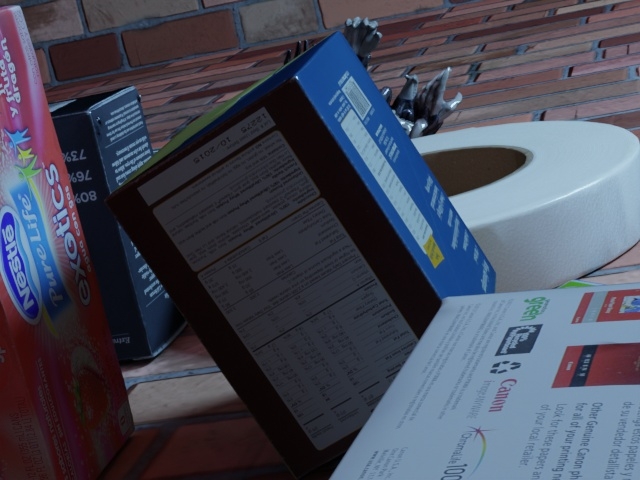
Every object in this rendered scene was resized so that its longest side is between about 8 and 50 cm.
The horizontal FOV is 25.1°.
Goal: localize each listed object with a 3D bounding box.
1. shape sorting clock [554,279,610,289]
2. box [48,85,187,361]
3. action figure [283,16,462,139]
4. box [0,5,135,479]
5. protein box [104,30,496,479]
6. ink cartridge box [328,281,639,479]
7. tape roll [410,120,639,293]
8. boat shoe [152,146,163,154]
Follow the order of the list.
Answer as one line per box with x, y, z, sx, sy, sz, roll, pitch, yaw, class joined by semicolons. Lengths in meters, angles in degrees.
0.145;0.074;0.871;0.206;0.040;0.206;-24;11;5;shape sorting clock
-0.210;-0.006;1.163;0.153;0.207;0.108;-8;14;16;box
0.067;-0.150;1.531;0.164;0.141;0.276;29;12;20;action figure
-0.240;0.020;0.892;0.154;0.300;0.142;-9;14;14;box
0.000;0.000;0.894;0.136;0.201;0.200;-31;9;15;protein box
0.148;0.119;0.510;0.272;0.130;0.309;-6;16;21;ink cartridge box
0.088;-0.021;1.242;0.392;0.072;0.392;-13;14;3;tape roll
-0.079;-0.092;1.567;0.121;0.119;0.335;0;18;43;boat shoe
